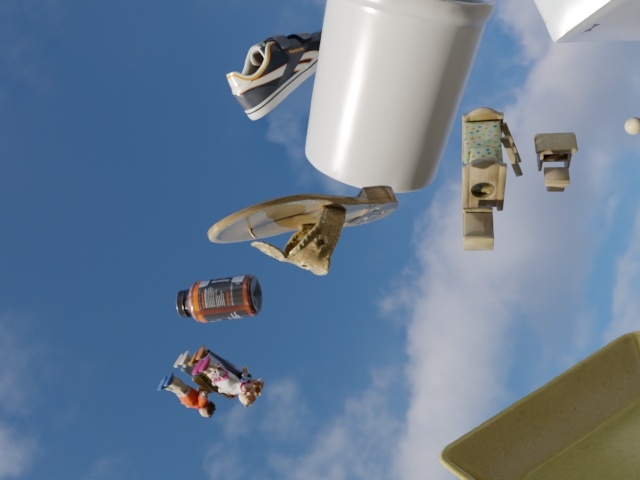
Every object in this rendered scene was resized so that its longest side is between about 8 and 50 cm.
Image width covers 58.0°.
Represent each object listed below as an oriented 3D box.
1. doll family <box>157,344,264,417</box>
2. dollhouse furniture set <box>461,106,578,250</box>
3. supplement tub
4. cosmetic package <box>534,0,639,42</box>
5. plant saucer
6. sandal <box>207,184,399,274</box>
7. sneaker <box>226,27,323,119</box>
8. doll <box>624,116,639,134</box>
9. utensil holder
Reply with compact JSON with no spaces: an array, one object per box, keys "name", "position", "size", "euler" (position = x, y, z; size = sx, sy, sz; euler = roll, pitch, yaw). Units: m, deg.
[{"name":"doll family","position":[-0.211,0.291,1.227],"size":[0.163,0.263,0.118],"euler":[39,-131,-20]},{"name":"dollhouse furniture set","position":[0.277,-0.088,0.795],"size":[0.101,0.161,0.181],"euler":[73,-159,-51]},{"name":"supplement tub","position":[-0.249,0.144,1.416],"size":[0.198,0.106,0.106],"euler":[-8,-65,11]},{"name":"cosmetic package","position":[0.300,-0.336,0.548],"size":[0.377,0.097,0.284],"euler":[-16,-98,-35]},{"name":"plant saucer","position":[0.341,0.224,0.571],"size":[0.333,0.333,0.080],"euler":[-25,-80,-16]},{"name":"sandal","position":[0.003,-0.003,0.634],"size":[0.240,0.088,0.079],"euler":[-13,-109,-34]},{"name":"sneaker","position":[-0.076,-0.427,1.341],"size":[0.321,0.126,0.127],"euler":[-46,-64,-18]},{"name":"doll","position":[0.726,-0.269,1.190],"size":[0.046,0.189,0.129],"euler":[43,-134,-23]},{"name":"utensil holder","position":[0.143,-0.336,1.209],"size":[0.328,0.327,0.385],"euler":[-11,-52,-35]}]
